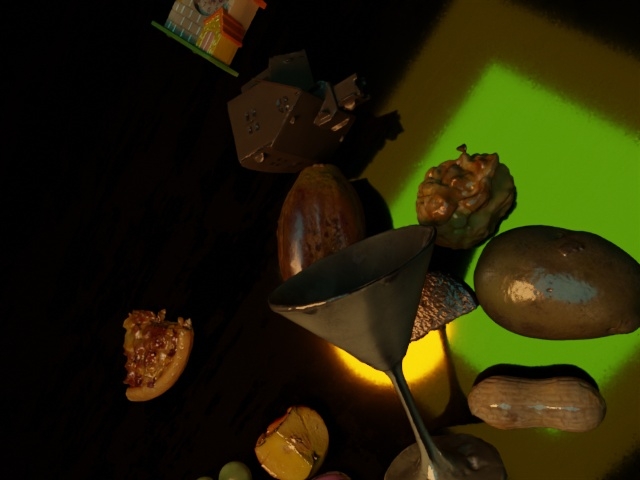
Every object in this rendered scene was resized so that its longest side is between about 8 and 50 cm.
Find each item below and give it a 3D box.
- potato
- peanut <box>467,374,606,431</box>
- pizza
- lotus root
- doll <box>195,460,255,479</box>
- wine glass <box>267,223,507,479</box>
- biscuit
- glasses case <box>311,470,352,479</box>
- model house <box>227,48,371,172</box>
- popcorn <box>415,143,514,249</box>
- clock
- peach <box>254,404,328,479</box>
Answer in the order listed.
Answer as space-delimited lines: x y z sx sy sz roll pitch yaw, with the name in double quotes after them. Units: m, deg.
0.370 0.070 0.652 0.251 0.159 0.175 10 121 38 "potato"
0.348 0.267 0.697 0.206 0.087 0.087 -9 86 27 "peanut"
-0.448 0.279 1.096 0.289 0.081 0.229 -47 70 20 "pizza"
0.002 -0.001 0.834 0.193 0.193 0.291 -4 93 26 "lotus root"
-0.152 0.647 0.894 0.198 0.186 0.322 -21 59 -6 "doll"
0.116 0.209 0.655 0.266 0.267 0.407 -17 101 25 "wine glass"
0.185 0.122 0.812 0.206 0.025 0.126 -31 77 22 "biscuit"
0.070 0.622 0.838 0.123 0.075 0.317 -30 77 24 "glasses case"
-0.026 -0.264 0.814 0.243 0.211 0.205 -19 83 30 "model house"
0.241 -0.071 0.713 0.179 0.180 0.170 -25 112 24 "popcorn"
-0.241 -0.558 0.985 0.219 0.106 0.255 36 105 22 "clock"
-0.056 0.427 0.881 0.151 0.118 0.151 4 58 -6 "peach"
